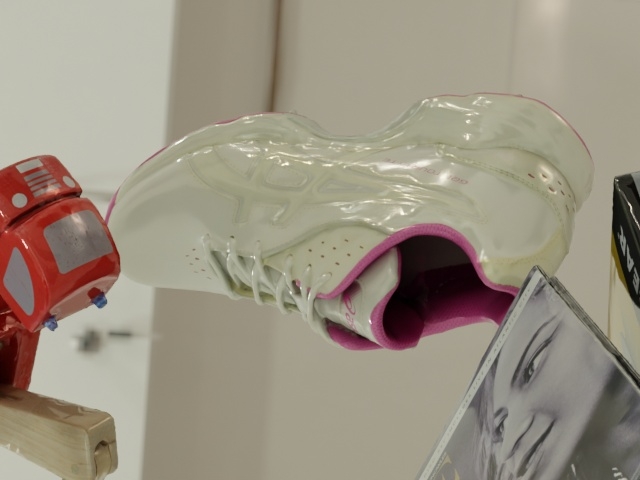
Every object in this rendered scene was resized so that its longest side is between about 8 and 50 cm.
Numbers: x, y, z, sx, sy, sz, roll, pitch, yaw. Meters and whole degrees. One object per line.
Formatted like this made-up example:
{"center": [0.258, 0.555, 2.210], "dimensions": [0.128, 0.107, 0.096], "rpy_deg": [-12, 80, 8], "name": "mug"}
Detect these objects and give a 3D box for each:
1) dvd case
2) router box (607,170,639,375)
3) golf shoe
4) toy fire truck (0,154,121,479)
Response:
{"center": [0.087, 0.114, 0.877], "dimensions": [0.165, 0.018, 0.221], "rpy_deg": [-62, 13, 11], "name": "dvd case"}
{"center": [0.206, 0.152, 0.904], "dimensions": [0.243, 0.081, 0.309], "rpy_deg": [82, 177, -50], "name": "router box"}
{"center": [0.000, 0.000, 1.114], "dimensions": [0.115, 0.306, 0.140], "rpy_deg": [57, -145, -39], "name": "golf shoe"}
{"center": [-0.127, 0.069, 0.821], "dimensions": [0.047, 0.135, 0.192], "rpy_deg": [-27, -17, -48], "name": "toy fire truck"}
